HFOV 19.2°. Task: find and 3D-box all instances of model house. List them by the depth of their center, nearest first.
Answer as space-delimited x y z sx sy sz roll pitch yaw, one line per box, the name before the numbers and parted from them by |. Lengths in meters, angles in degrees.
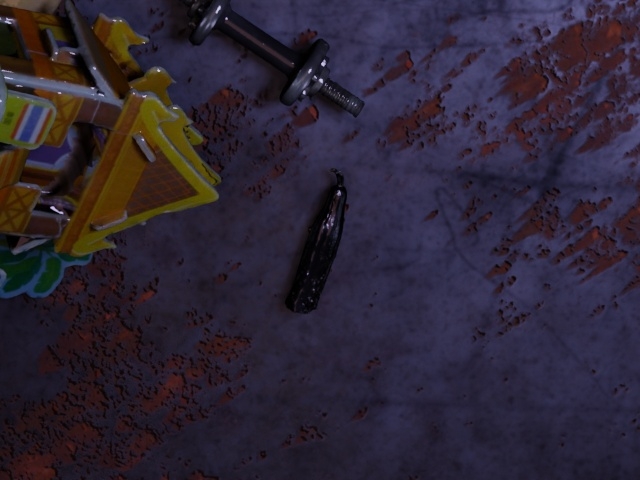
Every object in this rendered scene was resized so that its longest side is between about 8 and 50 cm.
model house | -0.265 -0.044 1.891 0.313 0.242 0.358 12 122 -28

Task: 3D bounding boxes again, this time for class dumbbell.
dumbbell | -0.063 -0.203 1.938 0.254 0.081 0.081 33 103 -7

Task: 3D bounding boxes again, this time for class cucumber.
cucumber | 0.000 0.000 2.014 0.039 0.043 0.163 28 104 38

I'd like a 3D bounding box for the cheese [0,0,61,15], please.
cheese | -0.359 -0.290 1.909 0.226 0.117 0.214 -32 108 4
